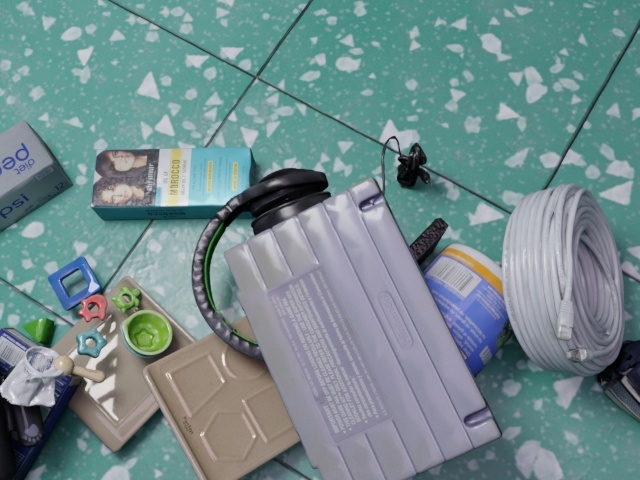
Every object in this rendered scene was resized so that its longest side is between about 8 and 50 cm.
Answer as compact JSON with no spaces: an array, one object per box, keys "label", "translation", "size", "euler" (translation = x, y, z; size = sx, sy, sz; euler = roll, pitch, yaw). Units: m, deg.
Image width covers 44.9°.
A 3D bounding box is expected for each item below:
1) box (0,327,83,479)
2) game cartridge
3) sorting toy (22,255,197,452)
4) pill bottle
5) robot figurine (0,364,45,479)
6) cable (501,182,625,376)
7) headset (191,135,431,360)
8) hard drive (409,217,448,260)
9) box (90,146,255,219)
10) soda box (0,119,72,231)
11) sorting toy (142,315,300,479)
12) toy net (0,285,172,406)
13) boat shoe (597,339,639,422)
[{"label":"box","translation":[-0.452,0.254,1.106],"size":[0.137,0.036,0.225],"euler":[31,91,12]},{"label":"game cartridge","translation":[0.043,0.126,0.972],"size":[0.230,0.068,0.354],"euler":[-27,77,12]},{"label":"sorting toy","translation":[-0.287,0.180,1.136],"size":[0.348,0.047,0.196],"euler":[41,82,14]},{"label":"pill bottle","translation":[0.146,0.147,1.065],"size":[0.152,0.152,0.272],"euler":[41,79,14]},{"label":"robot figurine","translation":[-0.497,0.248,1.014],"size":[0.174,0.209,0.278],"euler":[-17,82,43]},{"label":"cable","translation":[0.334,0.054,1.043],"size":[0.089,0.257,0.256],"euler":[-12,66,36]},{"label":"headset","translation":[0.000,0.000,1.117],"size":[0.394,0.185,0.243],"euler":[-42,84,-6]},{"label":"hard drive","translation":[0.136,0.022,1.114],"size":[0.022,0.135,0.094],"euler":[43,79,10]},{"label":"box","translation":[-0.227,-0.089,1.211],"size":[0.245,0.060,0.100],"euler":[-1,72,3]},{"label":"soda box","translation":[-0.542,-0.060,1.203],"size":[0.286,0.091,0.098],"euler":[-35,73,-8]},{"label":"sorting toy","translation":[-0.117,0.219,1.077],"size":[0.208,0.038,0.193],"euler":[-24,76,-32]},{"label":"toy net","translation":[-0.322,0.139,1.047],"size":[0.232,0.045,0.122],"euler":[-23,78,-37]},{"label":"boat shoe","translation":[0.532,0.247,1.006],"size":[0.341,0.158,0.127],"euler":[34,77,13]}]
